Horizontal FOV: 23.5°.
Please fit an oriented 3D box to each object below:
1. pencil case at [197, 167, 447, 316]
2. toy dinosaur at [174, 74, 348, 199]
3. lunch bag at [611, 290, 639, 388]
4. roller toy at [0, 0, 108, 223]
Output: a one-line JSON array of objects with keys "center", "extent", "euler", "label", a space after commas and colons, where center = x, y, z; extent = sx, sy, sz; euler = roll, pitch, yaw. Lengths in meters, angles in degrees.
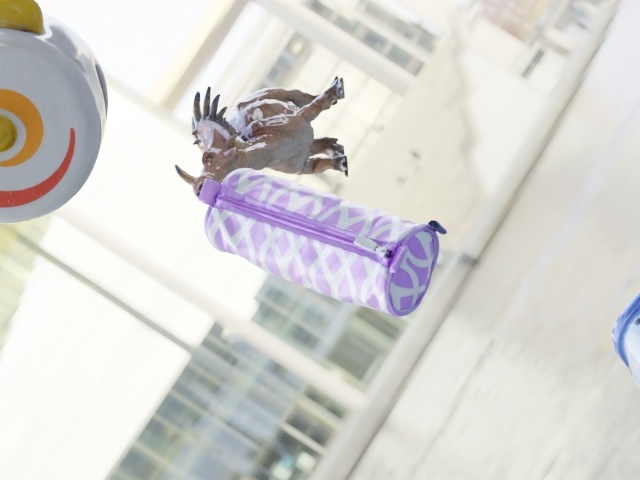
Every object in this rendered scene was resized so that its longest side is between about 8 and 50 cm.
[{"center": [0.000, 0.000, 1.304], "extent": [0.088, 0.206, 0.086], "euler": [20, -93, -61], "label": "pencil case"}, {"center": [-0.071, -0.132, 1.844], "extent": [0.295, 0.200, 0.127], "euler": [-99, 4, -79], "label": "toy dinosaur"}, {"center": [0.374, 0.038, 1.138], "extent": [0.303, 0.115, 0.243], "euler": [-41, -43, 7], "label": "lunch bag"}, {"center": [-0.300, -0.121, 1.477], "extent": [0.209, 0.191, 0.146], "euler": [-44, 17, 12], "label": "roller toy"}]
